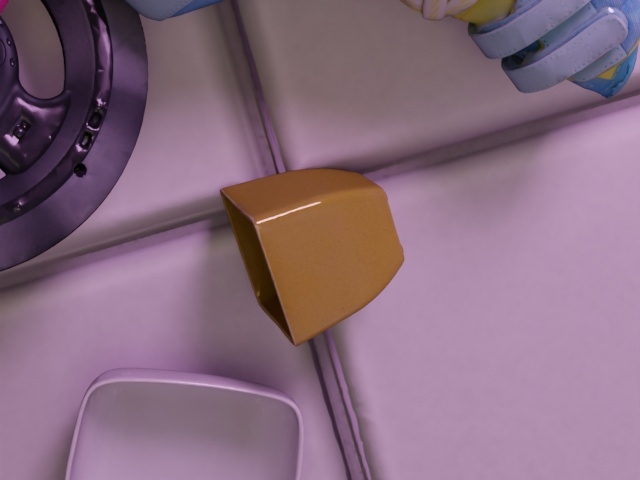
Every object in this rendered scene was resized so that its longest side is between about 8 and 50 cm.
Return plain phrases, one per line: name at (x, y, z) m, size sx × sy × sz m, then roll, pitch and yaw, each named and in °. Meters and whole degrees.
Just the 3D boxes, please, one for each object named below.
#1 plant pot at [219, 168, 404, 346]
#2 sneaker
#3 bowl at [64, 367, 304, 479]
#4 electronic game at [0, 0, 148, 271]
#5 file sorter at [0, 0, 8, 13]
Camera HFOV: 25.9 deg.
plant pot at (0.000, 0.000, 0.815) m, size 0.083 × 0.081 × 0.081 m, roll -22°, pitch 111°, yaw -11°
sneaker at (0.059, -0.142, 0.747) m, size 0.319 × 0.127 × 0.208 m, roll -25°, pitch 109°, yaw 3°
bowl at (-0.086, 0.143, 0.865) m, size 0.142 × 0.053 × 0.142 m, roll 8°, pitch 107°, yaw -10°
electronic game at (-0.206, -0.091, 0.735) m, size 0.229 × 0.048 × 0.229 m, roll 2°, pitch 84°, yaw -14°
file sorter at (-0.327, -0.124, 0.592) m, size 0.291 × 0.182 × 0.202 m, roll 45°, pitch 114°, yaw 11°
